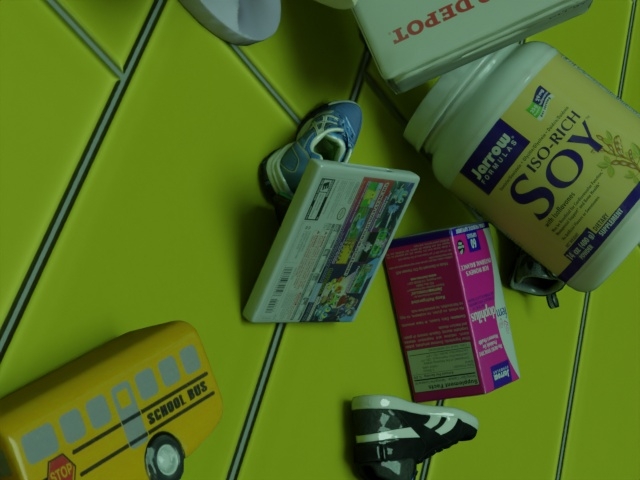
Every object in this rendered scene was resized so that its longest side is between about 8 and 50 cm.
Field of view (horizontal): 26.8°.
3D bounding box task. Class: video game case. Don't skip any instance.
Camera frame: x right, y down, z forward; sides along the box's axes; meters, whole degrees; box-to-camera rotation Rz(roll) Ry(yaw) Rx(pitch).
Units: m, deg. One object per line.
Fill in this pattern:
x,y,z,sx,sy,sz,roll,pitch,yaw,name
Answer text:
0.014,0.005,1.545,0.183,0.023,0.201,4,116,-49,video game case

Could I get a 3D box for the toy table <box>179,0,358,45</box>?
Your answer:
-0.082,-0.355,1.518,0.274,0.161,0.252,45,46,-39,toy table

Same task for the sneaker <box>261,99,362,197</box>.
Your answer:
0.011,-0.112,1.639,0.080,0.081,0.211,61,37,-19,sneaker

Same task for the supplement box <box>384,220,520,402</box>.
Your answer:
0.173,0.093,1.776,0.111,0.114,0.220,-13,92,-56,supplement box

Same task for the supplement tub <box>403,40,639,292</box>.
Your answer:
0.302,-0.116,1.808,0.331,0.241,0.241,39,39,7,supplement tub

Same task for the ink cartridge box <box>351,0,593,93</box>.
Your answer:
0.136,-0.409,1.655,0.160,0.279,0.384,6,61,-81,ink cartridge box

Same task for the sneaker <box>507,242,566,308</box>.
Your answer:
0.317,-0.019,2.017,0.268,0.101,0.153,55,38,-33,sneaker

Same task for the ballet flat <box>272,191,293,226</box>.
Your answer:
0.000,0.000,1.604,0.203,0.074,0.074,23,62,-55,ballet flat

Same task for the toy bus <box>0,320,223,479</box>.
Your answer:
-0.226,0.188,1.193,0.333,0.108,0.130,-28,102,-54,toy bus

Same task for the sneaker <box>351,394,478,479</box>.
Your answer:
0.115,0.266,1.681,0.217,0.079,0.121,17,70,-42,sneaker
